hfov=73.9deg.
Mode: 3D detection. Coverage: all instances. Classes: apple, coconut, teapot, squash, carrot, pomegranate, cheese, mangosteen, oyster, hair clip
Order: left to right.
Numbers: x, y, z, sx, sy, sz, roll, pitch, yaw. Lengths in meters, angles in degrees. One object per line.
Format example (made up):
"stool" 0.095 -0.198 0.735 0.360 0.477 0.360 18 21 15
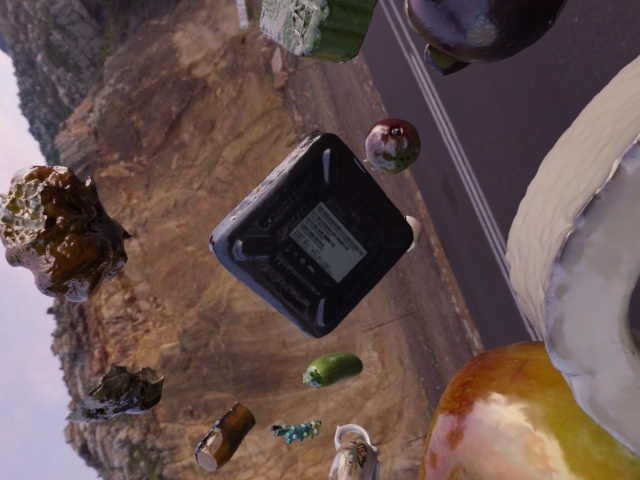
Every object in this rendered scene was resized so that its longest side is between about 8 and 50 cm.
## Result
"oyster" -0.459 0.363 1.000 0.107 0.162 0.233 52 -166 15
"carrot" -0.211 0.441 0.971 0.173 0.082 0.082 -40 -67 -61
"hair clip" -0.051 0.475 1.058 0.173 0.049 0.049 17 -138 -44
"squash" 0.046 0.450 1.495 0.395 0.107 0.107 16 -130 -62
"teapot" 0.071 0.595 1.066 0.298 0.140 0.204 -50 -42 -59
"pomegranate" 0.159 -0.215 0.978 0.159 0.130 0.129 -130 19 -80
"coconut" 0.323 -0.033 1.591 0.116 0.116 0.122 70 -145 -44
"mangosteen" 0.275 -0.451 0.724 0.311 0.312 0.310 -20 -90 -90
"apple" 0.312 0.318 0.526 0.374 0.375 0.383 -110 2 -55
"cheese" 0.318 0.000 0.305 0.331 0.293 0.153 -67 -6 20

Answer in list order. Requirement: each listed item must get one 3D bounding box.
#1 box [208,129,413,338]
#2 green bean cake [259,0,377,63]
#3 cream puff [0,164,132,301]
"box" 0.000 0.000 0.737 0.290 0.289 0.073 47 175 -30
"green bean cake" -0.003 -0.398 0.665 0.214 0.113 0.200 50 132 41
"cream puff" -0.474 -0.018 0.789 0.241 0.155 0.268 -116 0 -84
